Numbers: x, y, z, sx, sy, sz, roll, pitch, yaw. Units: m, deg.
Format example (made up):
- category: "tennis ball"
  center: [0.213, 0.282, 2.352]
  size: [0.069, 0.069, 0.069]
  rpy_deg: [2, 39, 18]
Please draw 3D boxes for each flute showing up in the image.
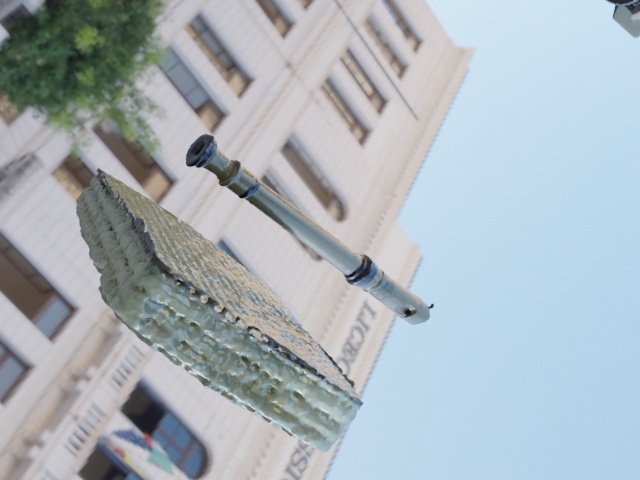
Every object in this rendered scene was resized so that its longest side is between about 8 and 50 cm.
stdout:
- category: "flute"
  center: [0.000, 0.000, 0.651]
  size: [0.027, 0.233, 0.027]
  rpy_deg: [-31, -140, 30]

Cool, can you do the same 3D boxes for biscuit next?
- category: "biscuit"
  center: [-0.079, 0.033, 0.586]
  size: [0.052, 0.150, 0.252]
  rpy_deg: [-52, -154, 1]

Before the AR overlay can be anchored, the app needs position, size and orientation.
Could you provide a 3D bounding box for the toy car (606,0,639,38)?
- category: "toy car"
  center: [0.320, -0.287, 0.691]
  size: [0.193, 0.118, 0.301]
  rpy_deg: [-24, 154, -26]
